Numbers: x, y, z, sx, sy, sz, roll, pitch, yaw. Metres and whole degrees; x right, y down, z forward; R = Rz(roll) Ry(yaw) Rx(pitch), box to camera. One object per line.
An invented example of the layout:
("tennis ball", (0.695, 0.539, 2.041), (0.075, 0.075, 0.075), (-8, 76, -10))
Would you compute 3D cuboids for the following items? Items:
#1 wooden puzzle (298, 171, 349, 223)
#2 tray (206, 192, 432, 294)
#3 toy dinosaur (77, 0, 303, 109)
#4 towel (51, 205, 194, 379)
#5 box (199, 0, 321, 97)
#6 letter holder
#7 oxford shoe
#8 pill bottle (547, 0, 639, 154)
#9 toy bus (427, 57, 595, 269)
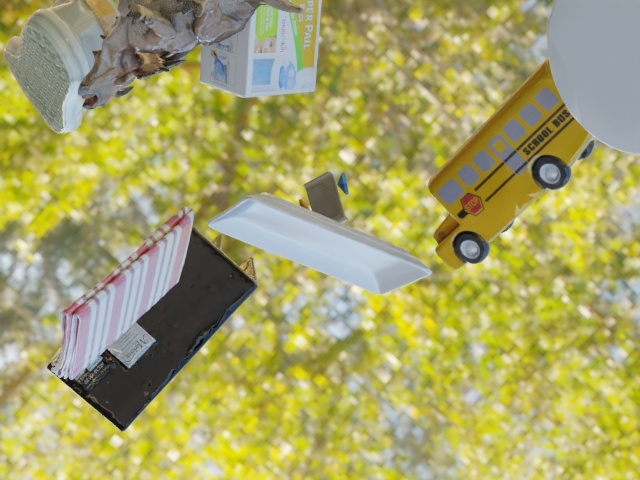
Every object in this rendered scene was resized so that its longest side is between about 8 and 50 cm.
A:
("wooden puzzle", (0.008, -0.053, 1.947), (0.014, 0.078, 0.116), (-16, -179, -37))
("tray", (0.000, 0.000, 1.819), (0.145, 0.270, 0.030), (-26, -135, 61))
("toy dinosaur", (-0.156, -0.257, 1.629), (0.296, 0.200, 0.127), (-8, -113, 10))
("towel", (-0.211, 0.054, 1.513), (0.197, 0.029, 0.144), (-44, 167, -33))
("box", (-0.072, -0.289, 1.740), (0.114, 0.203, 0.103), (-11, -157, -38))
("letter holder", (-0.250, 0.108, 2.151), (0.302, 0.152, 0.214), (-47, -171, 6))
("oxford shoe", (-0.373, -0.266, 2.084), (0.130, 0.169, 0.449), (-39, -173, -18))
("pill bottle", (0.407, -0.223, 1.308), (0.408, 0.229, 0.229), (-25, 180, -35))
("toy bus", (0.256, -0.102, 1.871), (0.332, 0.130, 0.108), (-47, 178, 42))
